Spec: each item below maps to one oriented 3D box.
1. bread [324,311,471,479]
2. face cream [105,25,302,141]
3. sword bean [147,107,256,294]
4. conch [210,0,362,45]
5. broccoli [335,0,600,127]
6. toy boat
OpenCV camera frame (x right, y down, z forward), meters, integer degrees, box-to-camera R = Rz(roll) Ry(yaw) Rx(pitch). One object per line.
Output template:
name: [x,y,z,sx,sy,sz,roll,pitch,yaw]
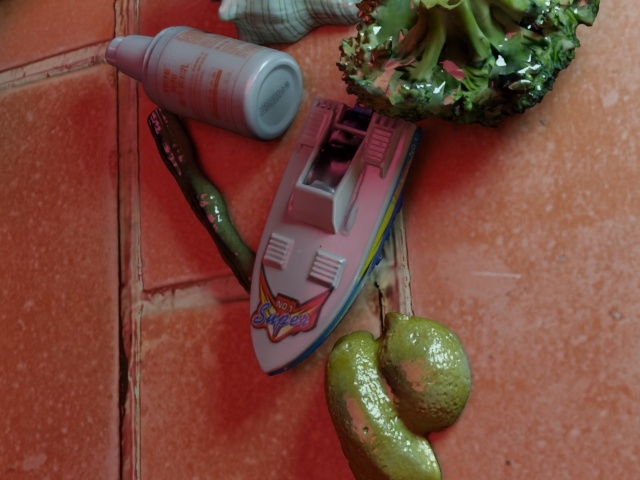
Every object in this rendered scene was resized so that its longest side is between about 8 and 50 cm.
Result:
bread: [0.075,0.159,1.080,0.149,0.065,0.187,-20,67,18]
face cream: [-0.146,-0.189,1.260,0.252,0.101,0.101,20,88,30]
sword bean: [-0.125,-0.043,1.251,0.269,0.038,0.043,57,140,26]
conch: [-0.078,-0.280,1.245,0.234,0.114,0.137,46,114,23]
broccoli: [0.142,-0.204,1.070,0.226,0.176,0.197,-16,75,40]
toy boat: [0.000,0.000,1.142,0.129,0.088,0.295,20,87,30]
